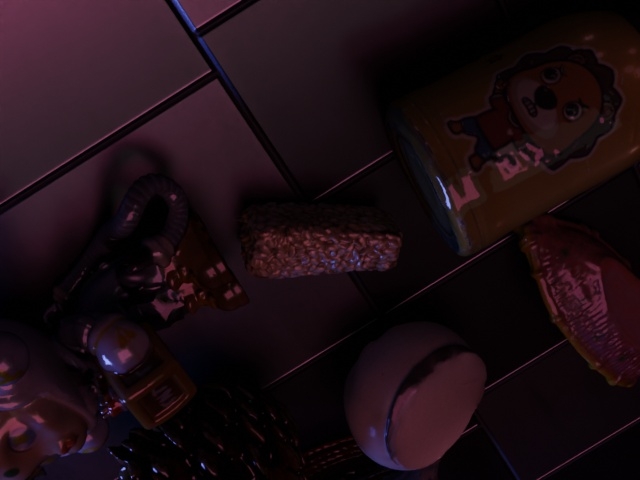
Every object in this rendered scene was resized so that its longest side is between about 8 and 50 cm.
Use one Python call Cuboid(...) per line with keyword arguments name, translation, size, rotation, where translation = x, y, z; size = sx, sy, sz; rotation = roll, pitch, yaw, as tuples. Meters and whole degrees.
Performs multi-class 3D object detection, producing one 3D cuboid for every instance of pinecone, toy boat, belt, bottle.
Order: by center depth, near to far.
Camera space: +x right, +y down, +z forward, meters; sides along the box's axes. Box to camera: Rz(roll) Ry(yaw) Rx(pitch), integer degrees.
Cuboid(name="bottle", translation=(0.250, -0.139, 1.165), size=(0.351, 0.171, 0.171), rotation=(-30, 126, -2))
Cuboid(name="pinecone", translation=(-0.119, 0.240, 1.257), size=(0.205, 0.179, 0.184), rotation=(-16, 163, -43))
Cuboid(name="toy boat", translation=(0.323, 0.076, 1.376), size=(0.318, 0.099, 0.141), rotation=(48, 57, -35))
Cuboid(name="belt", translation=(0.049, 0.315, 1.409), size=(0.201, 0.128, 0.124), rotation=(-15, 126, -6))

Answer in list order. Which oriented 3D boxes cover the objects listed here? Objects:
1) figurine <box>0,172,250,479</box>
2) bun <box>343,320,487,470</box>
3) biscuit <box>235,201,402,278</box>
Cuboid(name="figurine", translation=(-0.248, 0.131, 1.158), size=(0.382, 0.186, 0.261), rotation=(-31, 137, -5))
Cuboid(name="bun", translation=(0.092, 0.168, 1.334), size=(0.173, 0.120, 0.172), rotation=(-26, 130, -36))
Cuboid(name="biscuit", translation=(0.000, 0.000, 1.216), size=(0.169, 0.082, 0.070), rotation=(-2, 124, -19))
